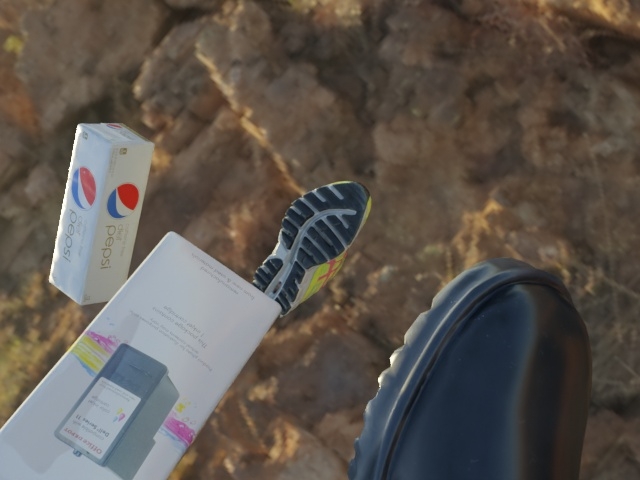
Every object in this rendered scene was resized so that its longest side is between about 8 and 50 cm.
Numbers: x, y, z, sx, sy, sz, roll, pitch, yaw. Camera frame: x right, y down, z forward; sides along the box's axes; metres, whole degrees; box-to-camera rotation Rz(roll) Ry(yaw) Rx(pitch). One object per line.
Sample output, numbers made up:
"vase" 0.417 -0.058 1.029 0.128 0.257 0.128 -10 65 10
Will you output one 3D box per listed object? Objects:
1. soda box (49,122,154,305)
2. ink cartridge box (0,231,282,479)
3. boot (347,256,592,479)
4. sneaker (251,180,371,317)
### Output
"soda box" -0.270 -0.033 1.547 0.074 0.069 0.216 31 117 38
"ink cartridge box" -0.185 0.178 0.955 0.207 0.119 0.353 -53 2 43
"boot" 0.182 0.253 0.626 0.445 0.146 0.367 32 108 49
"sneaker" 0.000 0.000 1.456 0.081 0.094 0.208 51 128 13
